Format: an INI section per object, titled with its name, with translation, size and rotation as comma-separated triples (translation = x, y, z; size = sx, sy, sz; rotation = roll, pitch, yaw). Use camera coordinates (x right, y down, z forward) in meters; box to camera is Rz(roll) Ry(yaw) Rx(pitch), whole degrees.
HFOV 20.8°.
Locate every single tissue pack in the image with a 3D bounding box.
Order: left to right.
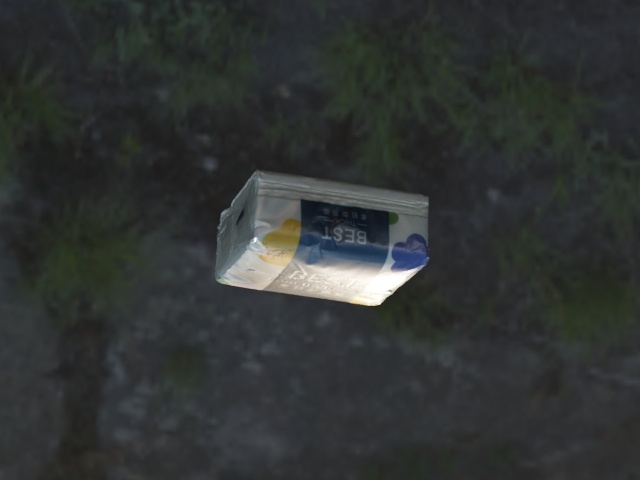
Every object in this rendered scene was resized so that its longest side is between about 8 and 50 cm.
[tissue pack]
translation = 0.000, 0.000, 0.781
size = 0.083, 0.042, 0.062
rotation = 9, 157, -19
